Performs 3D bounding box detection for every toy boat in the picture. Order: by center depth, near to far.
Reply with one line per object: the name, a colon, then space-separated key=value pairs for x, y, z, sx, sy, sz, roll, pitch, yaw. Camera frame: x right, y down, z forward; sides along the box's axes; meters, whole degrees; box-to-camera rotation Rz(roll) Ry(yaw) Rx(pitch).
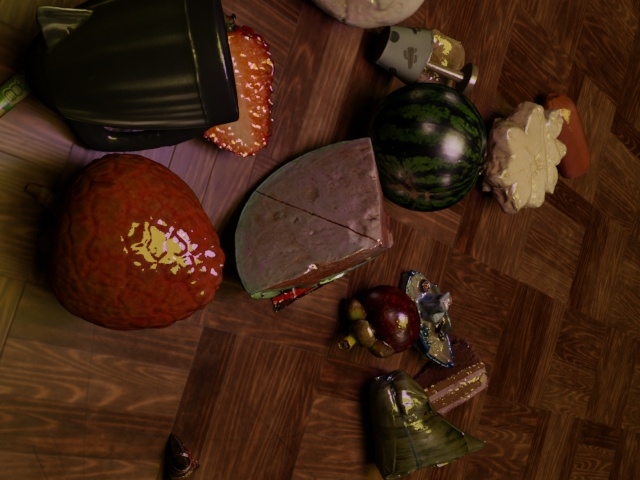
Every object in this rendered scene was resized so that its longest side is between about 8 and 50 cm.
toy boat: x=0.261 y=0.185 z=1.648 sx=0.114 sy=0.115 sz=0.261 roll=-35 pitch=120 yaw=-35

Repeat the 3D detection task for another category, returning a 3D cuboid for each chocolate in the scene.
chocolate: x=-0.027 y=0.071 z=1.412 sx=0.183 sy=0.028 sz=0.086 roll=-30 pitch=123 yaw=-35

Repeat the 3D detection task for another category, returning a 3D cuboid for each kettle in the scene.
kettle: x=-0.259 y=-0.241 z=0.975 sx=0.271 sy=0.251 sz=0.207 roll=-9 pitch=91 yaw=-3

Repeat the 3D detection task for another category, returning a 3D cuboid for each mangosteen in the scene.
mangosteen: x=0.122 y=0.182 z=1.512 sx=0.181 sy=0.156 sz=0.146 roll=-39 pitch=155 yaw=0

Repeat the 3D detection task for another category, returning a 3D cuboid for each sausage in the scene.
sausage: x=-0.417 y=-0.211 z=0.980 sx=0.269 sy=0.033 sz=0.032 roll=-51 pitch=128 yaw=-25
sausage: x=0.679 y=-0.297 z=1.977 sx=0.113 sy=0.114 sz=0.259 roll=-52 pitch=128 yaw=-25

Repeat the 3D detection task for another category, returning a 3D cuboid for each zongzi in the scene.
zongzi: x=-0.241 y=0.385 z=1.227 sx=0.067 sy=0.073 sz=0.083 roll=-19 pitch=110 yaw=-22
zongzi: x=0.248 y=0.396 z=1.607 sx=0.275 sy=0.125 sz=0.250 roll=-10 pitch=108 yaw=-11

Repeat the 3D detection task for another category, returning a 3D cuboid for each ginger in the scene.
ginger: x=0.259 y=-0.360 z=1.587 sx=0.138 sy=0.074 sz=0.213 roll=4 pitch=100 yaw=-35

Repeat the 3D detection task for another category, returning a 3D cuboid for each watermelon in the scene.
watermelon: x=0.002 y=0.004 z=1.316 sx=0.293 sy=0.319 sz=0.222 roll=-17 pitch=136 yaw=1
watermelon: x=0.213 y=-0.190 z=1.442 sx=0.269 sy=0.269 sz=0.268 roll=-9 pitch=103 yaw=-43

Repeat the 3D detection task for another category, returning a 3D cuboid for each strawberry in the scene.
strawberry: x=-0.173 y=-0.270 z=1.165 sx=0.188 sy=0.106 sz=0.286 roll=-31 pitch=134 yaw=-12

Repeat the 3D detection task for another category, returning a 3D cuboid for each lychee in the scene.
lychee: x=-0.283 y=0.000 z=1.015 sx=0.300 sy=0.255 sz=0.255 roll=15 pitch=86 yaw=-11

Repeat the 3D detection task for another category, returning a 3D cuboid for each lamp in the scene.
lamp: x=0.220 y=-0.373 z=1.477 sx=0.215 sy=0.121 sz=0.121 roll=17 pitch=84 yaw=-15

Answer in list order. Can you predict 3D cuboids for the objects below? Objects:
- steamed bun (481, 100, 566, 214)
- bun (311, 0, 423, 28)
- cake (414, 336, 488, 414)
steamed bun: x=0.491 y=-0.210 z=1.795 sx=0.292 sy=0.137 sz=0.295 roll=21 pitch=88 yaw=-45
bun: x=0.095 y=-0.572 z=1.291 sx=0.361 sy=0.213 sz=0.360 roll=-11 pitch=106 yaw=-41
cake: x=0.295 y=0.366 z=1.725 sx=0.295 sy=0.113 sz=0.115 roll=-34 pitch=119 yaw=-21
